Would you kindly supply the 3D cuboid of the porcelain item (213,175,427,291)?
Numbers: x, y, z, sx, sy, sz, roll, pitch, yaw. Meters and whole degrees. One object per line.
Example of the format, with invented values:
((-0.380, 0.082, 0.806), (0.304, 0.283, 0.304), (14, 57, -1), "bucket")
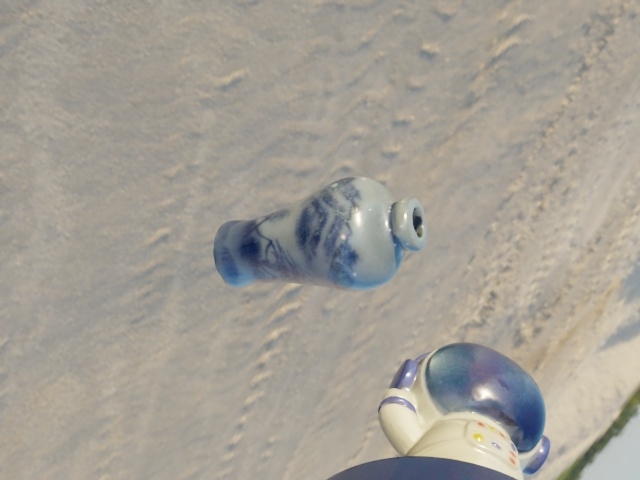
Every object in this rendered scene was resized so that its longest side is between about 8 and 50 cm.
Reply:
((0.000, 0.000, 1.133), (0.141, 0.259, 0.141), (29, 56, -55), "porcelain item")

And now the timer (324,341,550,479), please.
((0.102, 0.216, 0.737), (0.383, 0.271, 0.270), (-66, 180, -57), "timer")
